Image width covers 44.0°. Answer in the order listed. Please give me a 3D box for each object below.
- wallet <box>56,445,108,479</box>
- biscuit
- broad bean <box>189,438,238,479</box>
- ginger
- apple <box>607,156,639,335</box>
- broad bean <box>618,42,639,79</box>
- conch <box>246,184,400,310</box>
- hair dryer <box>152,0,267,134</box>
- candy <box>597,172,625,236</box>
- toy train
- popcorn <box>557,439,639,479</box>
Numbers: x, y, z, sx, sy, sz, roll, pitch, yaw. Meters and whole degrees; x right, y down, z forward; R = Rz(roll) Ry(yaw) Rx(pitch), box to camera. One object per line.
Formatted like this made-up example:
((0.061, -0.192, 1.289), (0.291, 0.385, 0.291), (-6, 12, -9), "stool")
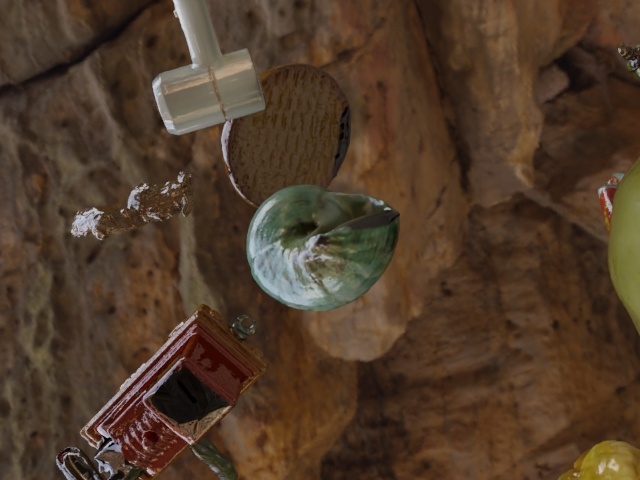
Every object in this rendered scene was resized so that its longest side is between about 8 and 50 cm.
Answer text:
((-0.400, 0.536, 1.551), (0.262, 0.071, 0.220), (29, 145, 42), "wallet")
((-0.066, -0.210, 1.640), (0.040, 0.318, 0.317), (29, 156, 46), "biscuit")
((-0.198, 0.430, 1.512), (0.226, 0.069, 0.039), (79, -150, -53), "broad bean")
((-0.396, -0.066, 1.642), (0.084, 0.290, 0.122), (53, -158, -62), "ginger")
((0.621, 0.004, 1.093), (0.473, 0.474, 0.473), (-21, -90, -79), "apple")
((0.413, -0.132, 0.786), (0.255, 0.046, 0.065), (31, -169, 14), "broad bean")
((0.002, 0.003, 0.916), (0.122, 0.176, 0.188), (52, -179, -34), "conch")
((-0.214, -0.355, 1.265), (0.107, 0.173, 0.357), (-120, 14, -63), "hair dryer")
((0.640, -0.048, 1.664), (0.059, 0.086, 0.292), (84, -174, -47), "candy")
((-0.240, 0.265, 1.322), (0.163, 0.369, 0.231), (43, -169, -7), "toy train")
((0.402, 0.384, 1.085), (0.253, 0.192, 0.190), (-72, -33, -57), "popcorn")
